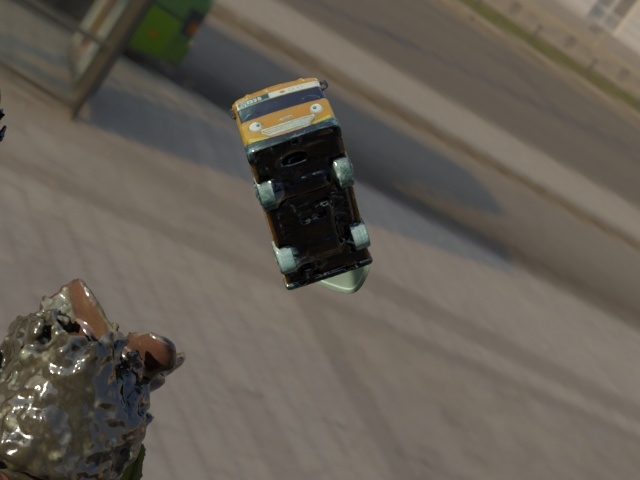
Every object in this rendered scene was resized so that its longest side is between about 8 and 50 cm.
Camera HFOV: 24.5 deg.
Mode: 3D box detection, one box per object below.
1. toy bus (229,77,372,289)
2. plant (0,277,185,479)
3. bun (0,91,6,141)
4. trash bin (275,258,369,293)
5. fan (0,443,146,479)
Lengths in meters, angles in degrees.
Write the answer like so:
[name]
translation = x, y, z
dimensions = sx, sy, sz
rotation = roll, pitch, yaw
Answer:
[toy bus]
translation = -0.018, -0.059, 1.434
dimensions = 0.201, 0.098, 0.114
rotation = 75, -4, -47
[plant]
translation = -0.255, 0.158, 1.538
dimensions = 0.178, 0.234, 0.204
rotation = 10, -30, 53
[bun]
translation = -0.462, -0.141, 1.653
dimensions = 0.205, 0.281, 0.281
rotation = 19, 16, -2
[trash bin]
translation = 0.000, 0.000, 1.788
dimensions = 0.116, 0.059, 0.130
rotation = 22, 21, -11
[fan]
translation = -0.354, 0.314, 1.710
dimensions = 0.229, 0.335, 0.011
rotation = 63, -4, -1
